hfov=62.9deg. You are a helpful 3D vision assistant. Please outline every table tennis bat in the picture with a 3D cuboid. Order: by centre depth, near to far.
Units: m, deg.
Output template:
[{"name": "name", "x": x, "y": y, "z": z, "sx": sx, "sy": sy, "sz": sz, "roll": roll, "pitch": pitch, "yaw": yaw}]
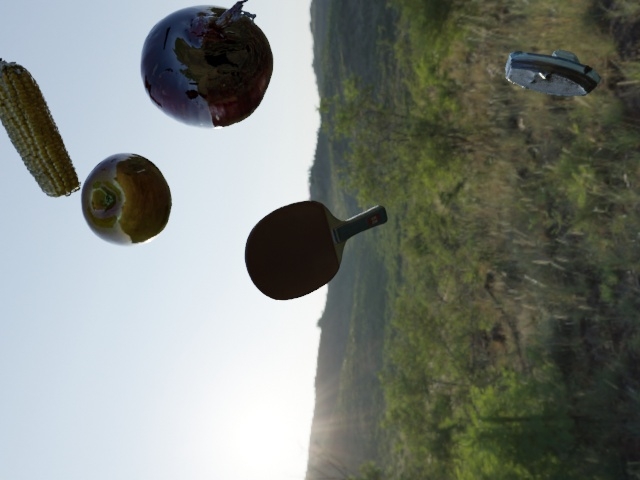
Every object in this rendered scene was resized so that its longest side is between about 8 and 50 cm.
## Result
[{"name": "table tennis bat", "x": 0.000, "y": 0.000, "z": 0.868, "sx": 0.021, "sy": 0.274, "sz": 0.154, "roll": 12, "pitch": 121, "yaw": 59}]

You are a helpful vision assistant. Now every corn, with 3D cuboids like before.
[{"name": "corn", "x": -0.635, "y": -0.241, "z": 1.156, "sx": 0.115, "sy": 0.115, "sz": 0.317, "roll": -76, "pitch": -31, "yaw": -73}]

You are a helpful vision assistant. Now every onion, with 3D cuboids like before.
[{"name": "onion", "x": -0.219, "y": -0.362, "z": 1.021, "sx": 0.285, "sy": 0.273, "sz": 0.273, "roll": 115, "pitch": 154, "yaw": -64}]

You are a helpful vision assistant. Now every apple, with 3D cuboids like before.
[{"name": "apple", "x": -0.233, "y": -0.048, "z": 0.635, "sx": 0.102, "sy": 0.099, "sz": 0.114, "roll": -54, "pitch": -24, "yaw": -77}]

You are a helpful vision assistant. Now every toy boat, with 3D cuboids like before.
[{"name": "toy boat", "x": 0.354, "y": -0.260, "z": 0.796, "sx": 0.059, "sy": 0.140, "sz": 0.066, "roll": 82, "pitch": -152, "yaw": -67}]
